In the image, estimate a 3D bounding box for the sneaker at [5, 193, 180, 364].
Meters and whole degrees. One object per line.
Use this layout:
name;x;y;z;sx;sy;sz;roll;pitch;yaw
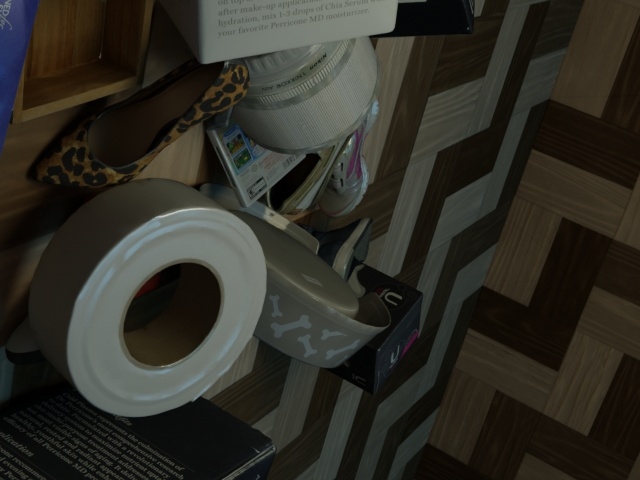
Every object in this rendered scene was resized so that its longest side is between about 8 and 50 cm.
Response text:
sneaker;-0.302;0.032;1.281;0.270;0.090;0.145;-33;124;-27

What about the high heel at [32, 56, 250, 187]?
high heel;-0.208;-0.142;1.149;0.261;0.093;0.186;-23;171;-16

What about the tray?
tray;-0.246;-0.337;1.006;0.203;0.076;0.411;-33;143;-52

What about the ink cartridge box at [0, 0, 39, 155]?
ink cartridge box;-0.382;-0.119;0.853;0.307;0.072;0.304;2;113;-47

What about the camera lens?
camera lens;-0.049;-0.255;1.332;0.219;0.219;0.274;-60;157;-10

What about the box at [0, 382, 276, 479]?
box;-0.351;0.475;1.356;0.471;0.297;0.480;-16;129;-60

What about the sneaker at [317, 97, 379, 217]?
sneaker;0.023;-0.150;1.784;0.111;0.103;0.252;-29;134;-48

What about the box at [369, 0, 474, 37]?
box;0.113;-0.477;1.389;0.296;0.182;0.294;48;47;-66

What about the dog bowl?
dog bowl;-0.063;0.057;1.509;0.102;0.349;0.349;-54;160;12

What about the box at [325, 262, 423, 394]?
box;0.031;0.133;1.865;0.165;0.270;0.143;-47;152;-35

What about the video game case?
video game case;-0.096;-0.150;1.527;0.157;0.019;0.143;-45;122;-38

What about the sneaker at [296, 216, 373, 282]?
sneaker;0.000;-0.002;1.817;0.226;0.163;0.086;-44;144;-64

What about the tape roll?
tape roll;-0.205;0.072;1.237;0.286;0.100;0.286;-24;128;-34

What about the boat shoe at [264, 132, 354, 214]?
boat shoe;-0.012;-0.174;1.645;0.103;0.113;0.302;-35;145;-59

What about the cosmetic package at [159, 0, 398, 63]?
cosmetic package;-0.038;-0.415;0.956;0.230;0.161;0.453;-13;134;-21
